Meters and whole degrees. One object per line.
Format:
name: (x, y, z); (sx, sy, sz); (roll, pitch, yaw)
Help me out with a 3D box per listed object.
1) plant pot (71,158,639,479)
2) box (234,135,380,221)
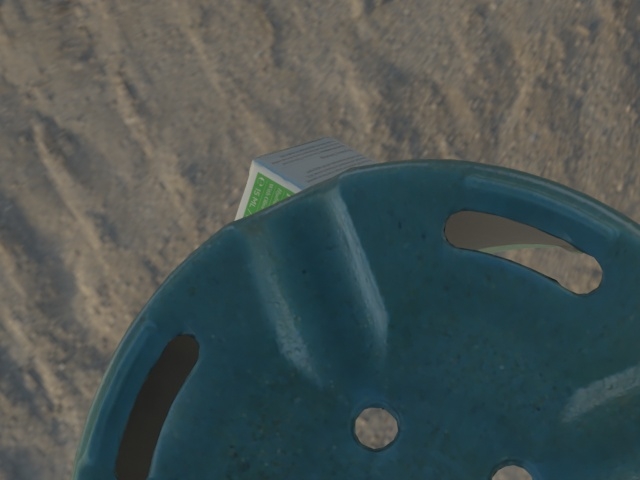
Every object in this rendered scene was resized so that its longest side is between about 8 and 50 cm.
plant pot: (0.074, 0.126, 0.625); (0.341, 0.334, 0.341); (-4, 78, 17)
box: (0.000, 0.000, 0.942); (0.087, 0.102, 0.101); (30, 116, 21)
